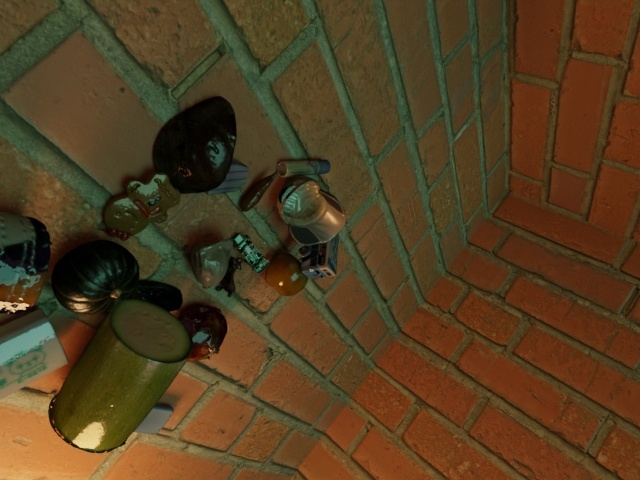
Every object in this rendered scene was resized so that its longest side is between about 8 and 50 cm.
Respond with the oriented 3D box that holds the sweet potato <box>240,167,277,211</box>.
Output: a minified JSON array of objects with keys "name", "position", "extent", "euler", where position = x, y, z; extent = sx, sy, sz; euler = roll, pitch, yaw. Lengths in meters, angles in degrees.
[{"name":"sweet potato","position":[-0.212,-0.175,1.578],"extent":[0.195,0.056,0.056],"euler":[-49,146,2]}]

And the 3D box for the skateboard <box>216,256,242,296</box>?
[{"name":"skateboard","position":[-0.326,0.126,1.672],"extent":[0.080,0.067,0.151],"euler":[-19,127,-55]}]

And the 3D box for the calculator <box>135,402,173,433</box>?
[{"name":"calculator","position":[-0.638,0.661,1.702],"extent":[0.121,0.039,0.210],"euler":[-53,146,-5]}]

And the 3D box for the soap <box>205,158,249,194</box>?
[{"name":"soap","position":[-0.302,-0.204,1.445],"extent":[0.149,0.056,0.100],"euler":[-16,129,-44]}]

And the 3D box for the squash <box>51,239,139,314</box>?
[{"name":"squash","position":[-0.591,0.095,1.210],"extent":[0.218,0.173,0.218],"euler":[-38,142,-38]}]

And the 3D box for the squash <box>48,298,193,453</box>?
[{"name":"squash","position":[-0.577,0.397,1.325],"extent":[0.384,0.263,0.263],"euler":[-53,147,13]}]

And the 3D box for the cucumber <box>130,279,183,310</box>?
[{"name":"cucumber","position":[-0.527,0.194,1.457],"extent":[0.193,0.086,0.115],"euler":[15,101,-61]}]

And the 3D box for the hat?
[{"name":"hat","position":[-0.032,-0.116,1.692],"extent":[0.232,0.275,0.161],"euler":[-48,-168,26]}]

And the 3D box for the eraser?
[{"name":"eraser","position":[-0.821,0.317,1.158],"extent":[0.290,0.104,0.189],"euler":[-30,133,-36]}]

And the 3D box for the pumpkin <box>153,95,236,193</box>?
[{"name":"pumpkin","position":[-0.348,-0.255,1.276],"extent":[0.169,0.148,0.312],"euler":[-1,115,-53]}]

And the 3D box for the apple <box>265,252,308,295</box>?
[{"name":"apple","position":[-0.135,0.139,1.817],"extent":[0.155,0.182,0.182],"euler":[-46,145,-1]}]

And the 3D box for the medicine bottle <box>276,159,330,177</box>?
[{"name":"medicine bottle","position":[-0.058,-0.270,1.698],"extent":[0.231,0.059,0.059],"euler":[-14,126,-46]}]

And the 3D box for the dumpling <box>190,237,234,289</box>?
[{"name":"dumpling","position":[-0.352,0.063,1.525],"extent":[0.172,0.142,0.247],"euler":[-39,164,-31]}]

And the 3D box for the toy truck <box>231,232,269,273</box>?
[{"name":"toy truck","position":[-0.268,0.041,1.678],"extent":[0.067,0.081,0.175],"euler":[-48,125,-17]}]

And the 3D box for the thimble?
[{"name":"thimble","position":[-0.709,0.049,1.000],"extent":[0.150,0.237,0.237],"euler":[18,101,-51]}]

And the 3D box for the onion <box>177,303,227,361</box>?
[{"name":"onion","position":[-0.422,0.343,1.622],"extent":[0.230,0.163,0.229],"euler":[-21,126,-33]}]

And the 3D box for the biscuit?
[{"name":"biscuit","position":[-0.501,-0.092,1.268],"extent":[0.226,0.036,0.166],"euler":[-36,138,-11]}]

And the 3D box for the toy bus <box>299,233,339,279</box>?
[{"name":"toy bus","position":[0.000,0.000,1.805],"extent":[0.106,0.131,0.297],"euler":[47,43,-55]}]
